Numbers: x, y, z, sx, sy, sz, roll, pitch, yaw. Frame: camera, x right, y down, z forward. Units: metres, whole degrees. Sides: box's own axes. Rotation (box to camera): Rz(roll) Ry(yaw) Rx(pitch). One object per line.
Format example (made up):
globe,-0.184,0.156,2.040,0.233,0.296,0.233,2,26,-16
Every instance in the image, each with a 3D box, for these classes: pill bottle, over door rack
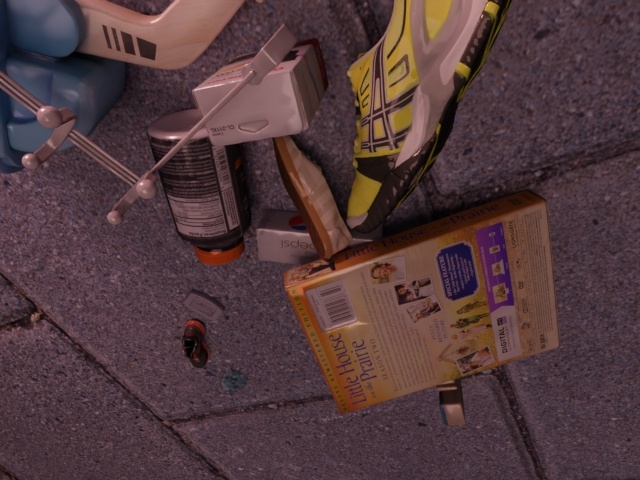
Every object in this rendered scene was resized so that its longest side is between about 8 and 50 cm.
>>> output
pill bottle,-0.186,-0.078,0.688,0.131,0.130,0.245,3,126,8
over door rack,-0.225,-0.168,0.415,0.324,0.108,0.240,-34,119,28

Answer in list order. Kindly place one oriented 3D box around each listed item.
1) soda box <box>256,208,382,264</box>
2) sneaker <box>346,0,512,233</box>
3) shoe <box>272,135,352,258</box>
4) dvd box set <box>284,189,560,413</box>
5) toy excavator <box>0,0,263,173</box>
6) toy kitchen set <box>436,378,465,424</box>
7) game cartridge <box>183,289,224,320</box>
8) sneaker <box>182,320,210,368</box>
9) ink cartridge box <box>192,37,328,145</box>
soda box,0.000,0.000,0.749,0.217,0.069,0.073,6,126,7
sneaker,0.107,-0.180,0.578,0.147,0.145,0.384,31,125,13
shoe,-0.015,-0.079,0.674,0.059,0.076,0.218,-25,93,-13
dvd box set,0.185,0.122,0.724,0.421,0.062,0.307,-20,116,4
toy excavator,-0.321,-0.266,0.559,0.446,0.222,0.432,13,127,-16
toy kitchen set,0.206,0.275,0.905,0.166,0.122,0.206,-11,103,18
game cartridge,-0.259,0.145,0.935,0.083,0.017,0.056,34,128,-14
sneaker,-0.307,0.262,0.998,0.061,0.064,0.157,6,126,6
ink cartridge box,-0.068,-0.199,0.550,0.128,0.175,0.072,-6,124,14
